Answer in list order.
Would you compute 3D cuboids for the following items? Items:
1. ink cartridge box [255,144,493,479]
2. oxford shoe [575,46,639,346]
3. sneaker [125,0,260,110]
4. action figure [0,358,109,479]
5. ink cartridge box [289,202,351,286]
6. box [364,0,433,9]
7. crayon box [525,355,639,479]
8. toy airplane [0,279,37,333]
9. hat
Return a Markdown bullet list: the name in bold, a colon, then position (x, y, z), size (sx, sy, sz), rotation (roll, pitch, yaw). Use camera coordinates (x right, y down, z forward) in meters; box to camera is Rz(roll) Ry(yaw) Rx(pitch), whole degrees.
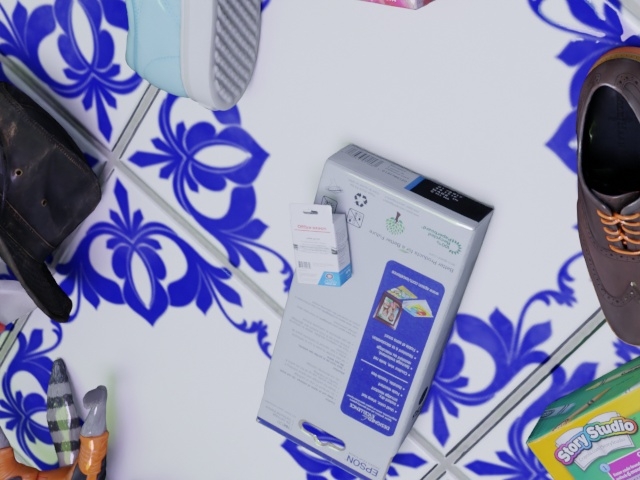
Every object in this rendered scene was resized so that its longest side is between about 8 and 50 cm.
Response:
- **ink cartridge box**: position (0.047, 0.083, 1.127), size (0.165, 0.065, 0.332), rotation (26, 120, 16)
- **oxford shoe**: position (0.256, -0.022, 0.943), size (0.097, 0.098, 0.271), rotation (-2, 110, 30)
- **sneaker**: position (-0.137, -0.303, 1.015), size (0.150, 0.135, 0.365), rotation (17, 117, 18)
- **action figure**: position (-0.260, 0.321, 1.380), size (0.341, 0.178, 0.330), rotation (-14, 113, 5)
- **ink cartridge box**: position (0.000, 0.000, 1.062), size (0.048, 0.028, 0.083), rotation (5, 113, 27)
- **box**: position (0.055, -0.332, 0.902), size (0.128, 0.123, 0.256), rotation (15, 118, 23)
- **crayon box**: position (0.346, 0.174, 0.990), size (0.278, 0.081, 0.165), rotation (-37, 90, 35)
- **toy airplane**: position (-0.477, 0.024, 1.198), size (0.386, 0.384, 0.272), rotation (47, 125, 0)
- **hat**: position (-0.329, -0.078, 1.208), size (0.331, 0.134, 0.331), rotation (52, 170, 13)
